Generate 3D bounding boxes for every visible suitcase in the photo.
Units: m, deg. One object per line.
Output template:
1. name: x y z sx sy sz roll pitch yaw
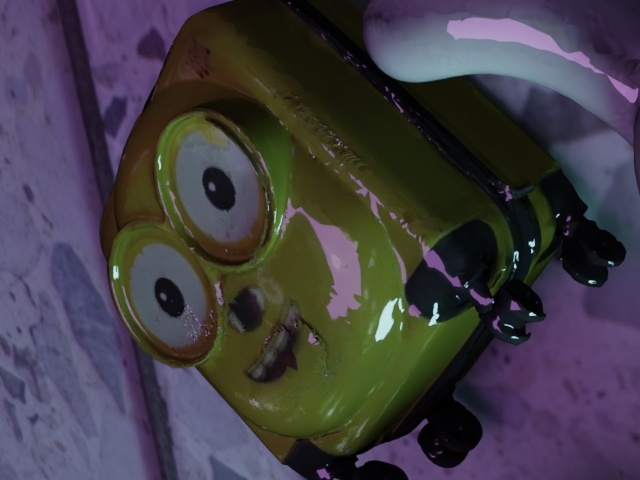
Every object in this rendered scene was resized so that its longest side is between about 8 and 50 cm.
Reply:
1. suitcase: 0.000 0.000 0.670 0.235 0.143 0.194 45 134 18

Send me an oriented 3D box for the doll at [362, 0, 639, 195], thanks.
1. doll: 0.221 -0.067 0.427 0.376 0.187 0.365 26 140 -3
